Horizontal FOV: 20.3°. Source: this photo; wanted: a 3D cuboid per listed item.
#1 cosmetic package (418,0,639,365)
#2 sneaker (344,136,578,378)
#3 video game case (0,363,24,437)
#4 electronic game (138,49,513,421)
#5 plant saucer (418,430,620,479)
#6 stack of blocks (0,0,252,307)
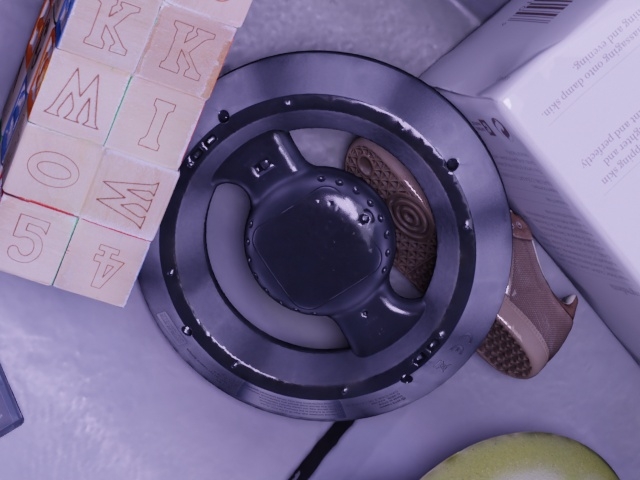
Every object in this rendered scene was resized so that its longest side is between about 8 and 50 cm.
[{"bbox_3d":[0.271,-0.015,1.118,0.217,0.156,0.385,-41,106,-7],"label":"cosmetic package"},{"bbox_3d":[0.090,-0.002,1.126,0.188,0.066,0.071,53,56,-12],"label":"sneaker"},{"bbox_3d":[-0.296,0.027,0.986,0.196,0.026,0.274,-31,110,-33],"label":"video game case"},{"bbox_3d":[0.000,0.000,1.068,0.229,0.048,0.229,2,106,6],"label":"electronic game"},{"bbox_3d":[0.120,0.240,1.130,0.241,0.037,0.241,-10,109,-30],"label":"plant saucer"},{"bbox_3d":[-0.101,-0.136,0.988,0.087,0.171,0.297,18,108,-16],"label":"stack of blocks"}]
